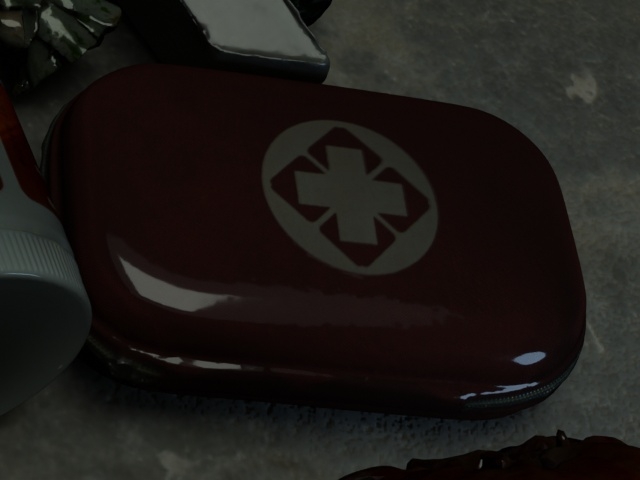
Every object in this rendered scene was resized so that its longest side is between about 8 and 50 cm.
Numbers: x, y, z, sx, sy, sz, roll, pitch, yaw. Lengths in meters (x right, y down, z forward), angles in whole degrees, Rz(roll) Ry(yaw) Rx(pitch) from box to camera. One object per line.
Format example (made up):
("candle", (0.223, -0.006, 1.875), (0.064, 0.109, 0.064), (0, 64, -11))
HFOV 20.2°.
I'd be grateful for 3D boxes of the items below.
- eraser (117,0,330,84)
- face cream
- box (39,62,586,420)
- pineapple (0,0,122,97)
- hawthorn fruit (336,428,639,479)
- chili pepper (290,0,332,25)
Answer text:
("eraser", (-0.129, -0.238, 1.350), (0.077, 0.111, 0.352), (-33, 84, -20))
("face cream", (-0.261, 0.001, 1.086), (0.201, 0.201, 0.187), (-10, 60, -30))
("box", (0.000, 0.000, 1.267), (0.403, 0.108, 0.263), (6, 53, -21))
("pineapple", (-0.268, -0.227, 1.283), (0.272, 0.262, 0.262), (51, 47, -13))
("hawthorn fruit", (0.108, 0.264, 1.013), (0.308, 0.325, 0.308), (15, 6, -2))
("chili pepper", (-0.051, -0.281, 1.446), (0.116, 0.148, 0.265), (2, 59, -15))
